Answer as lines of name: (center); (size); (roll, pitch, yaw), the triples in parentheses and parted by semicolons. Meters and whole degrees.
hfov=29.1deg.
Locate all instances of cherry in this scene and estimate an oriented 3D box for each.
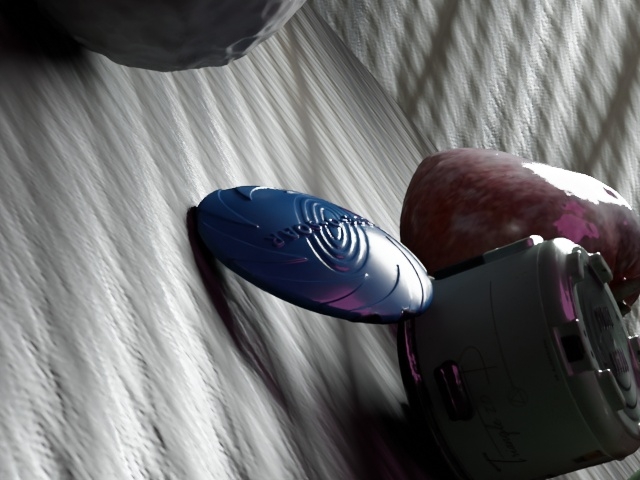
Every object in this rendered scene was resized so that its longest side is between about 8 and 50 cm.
cherry: (0.271, 0.025, 1.643); (0.326, 0.291, 0.335); (16, 15, -34)

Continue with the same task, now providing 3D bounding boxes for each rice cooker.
rice cooker: (0.193, 0.129, 1.240); (0.280, 0.227, 0.241); (-6, 76, -66)

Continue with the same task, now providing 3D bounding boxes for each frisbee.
frisbee: (0.000, 0.000, 1.175); (0.242, 0.045, 0.242); (20, 22, -8)

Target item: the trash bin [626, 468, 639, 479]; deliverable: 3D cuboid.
trash bin: (0.466, 0.306, 1.338); (0.158, 0.343, 0.223); (41, 14, -23)

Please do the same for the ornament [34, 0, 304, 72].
ornament: (-0.143, -0.329, 1.219); (0.337, 0.337, 0.337); (45, 14, -14)
